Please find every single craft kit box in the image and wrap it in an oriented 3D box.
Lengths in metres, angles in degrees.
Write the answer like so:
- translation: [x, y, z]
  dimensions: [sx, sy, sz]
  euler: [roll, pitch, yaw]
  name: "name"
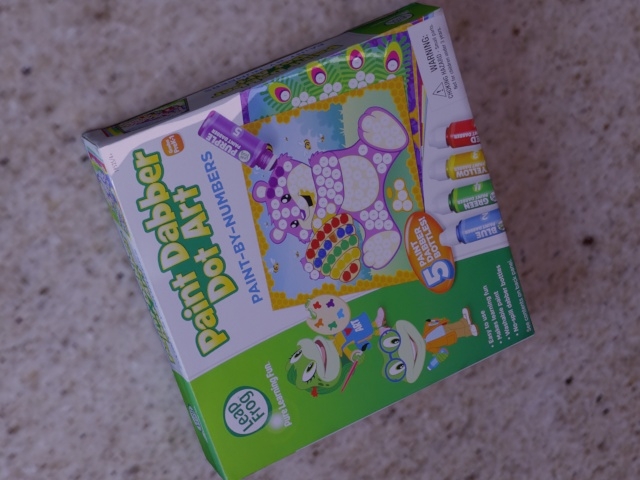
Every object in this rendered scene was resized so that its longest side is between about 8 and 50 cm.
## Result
- translation: [0.000, 0.000, 0.953]
  dimensions: [0.247, 0.061, 0.250]
  euler: [-24, 110, -12]
  name: "craft kit box"
